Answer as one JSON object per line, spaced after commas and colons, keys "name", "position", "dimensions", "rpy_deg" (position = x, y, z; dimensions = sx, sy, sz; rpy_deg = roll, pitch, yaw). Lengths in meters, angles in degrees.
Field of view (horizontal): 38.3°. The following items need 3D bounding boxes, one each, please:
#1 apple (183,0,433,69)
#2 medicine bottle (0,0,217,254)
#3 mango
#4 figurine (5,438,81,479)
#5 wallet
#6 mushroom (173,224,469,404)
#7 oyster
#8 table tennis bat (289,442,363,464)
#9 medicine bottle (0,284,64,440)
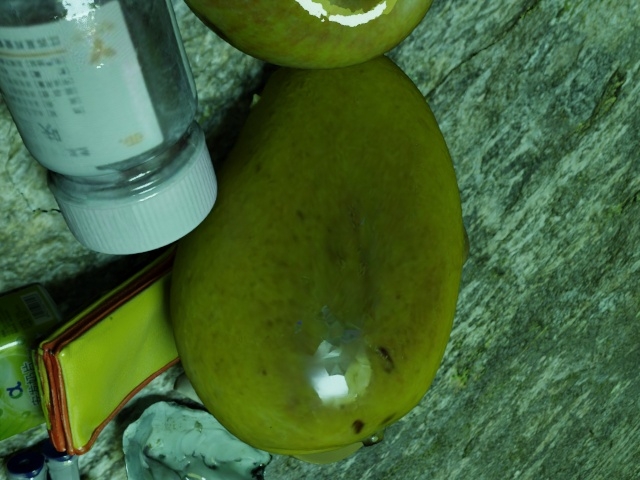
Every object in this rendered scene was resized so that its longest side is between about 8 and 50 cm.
{"name": "apple", "position": [-0.009, -0.275, 0.802], "dimensions": [0.264, 0.264, 0.264], "rpy_deg": [-20, 130, -26]}
{"name": "medicine bottle", "position": [-0.194, -0.133, 0.815], "dimensions": [0.165, 0.165, 0.273], "rpy_deg": [-28, 133, -19]}
{"name": "mango", "position": [0.000, 0.000, 0.968], "dimensions": [0.301, 0.220, 0.445], "rpy_deg": [5, 78, -6]}
{"name": "figurine", "position": [-0.317, 0.371, 1.111], "dimensions": [0.194, 0.133, 0.274], "rpy_deg": [-47, 129, -25]}
{"name": "wallet", "position": [-0.206, 0.106, 0.978], "dimensions": [0.241, 0.067, 0.141], "rpy_deg": [-42, 141, -51]}
{"name": "mushroom", "position": [0.021, 0.107, 1.138], "dimensions": [0.407, 0.137, 0.154], "rpy_deg": [-38, 100, -16]}
{"name": "oyster", "position": [-0.149, 0.276, 1.189], "dimensions": [0.252, 0.087, 0.199], "rpy_deg": [-28, 104, -54]}
{"name": "table tennis bat", "position": [-0.032, 0.194, 1.225], "dimensions": [0.321, 0.050, 0.198], "rpy_deg": [16, 86, -36]}
{"name": "medicine bottle", "position": [-0.352, 0.141, 0.940], "dimensions": [0.188, 0.088, 0.132], "rpy_deg": [-21, 129, -25]}
